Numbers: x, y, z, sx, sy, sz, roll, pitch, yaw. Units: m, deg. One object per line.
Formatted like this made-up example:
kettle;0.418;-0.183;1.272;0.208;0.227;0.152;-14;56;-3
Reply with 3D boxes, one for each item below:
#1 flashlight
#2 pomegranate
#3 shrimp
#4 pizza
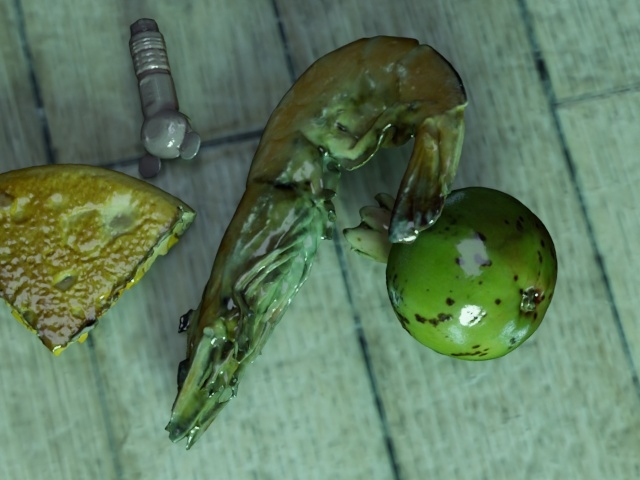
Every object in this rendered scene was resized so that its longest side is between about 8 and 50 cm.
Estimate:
flashlight;-0.106;-0.096;1.152;0.052;0.031;0.110;-24;66;26
pomegranate;0.081;0.014;1.100;0.142;0.114;0.114;27;69;35
shrimp;0.000;0.000;1.081;0.058;0.169;0.296;35;70;-40
pizza;-0.163;0.011;1.106;0.178;0.041;0.131;-12;71;-9
